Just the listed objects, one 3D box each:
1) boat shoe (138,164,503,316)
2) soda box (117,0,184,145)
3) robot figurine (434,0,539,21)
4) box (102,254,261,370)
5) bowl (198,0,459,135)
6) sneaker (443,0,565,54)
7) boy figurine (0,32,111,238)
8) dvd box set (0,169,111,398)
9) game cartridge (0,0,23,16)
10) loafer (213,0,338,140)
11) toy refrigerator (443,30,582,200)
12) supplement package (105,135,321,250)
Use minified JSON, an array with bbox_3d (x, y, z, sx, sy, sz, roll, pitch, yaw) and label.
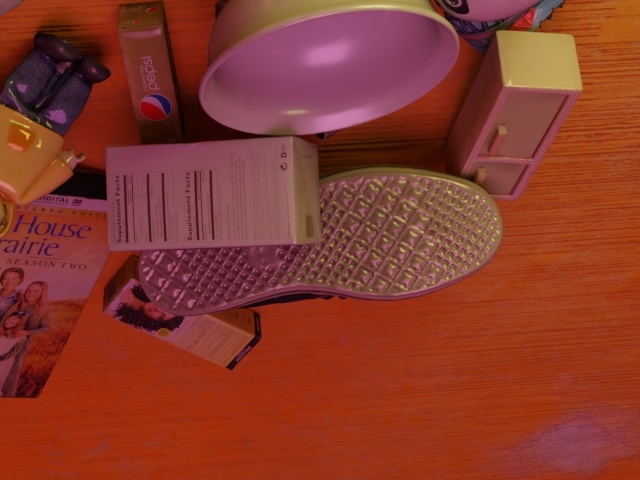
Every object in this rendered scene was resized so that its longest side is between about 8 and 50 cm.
[{"bbox_3d":[0.000,0.000,1.688,0.500,0.156,0.187,-10,96,11],"label":"boat shoe"},{"bbox_3d":[-0.214,-0.210,1.565,0.058,0.061,0.181,-7,130,0],"label":"soda box"},{"bbox_3d":[0.162,-0.378,1.350,0.209,0.278,0.173,-19,175,-39],"label":"robot figurine"},{"bbox_3d":[-0.206,0.111,1.841,0.232,0.058,0.087,26,122,-27],"label":"box"},{"bbox_3d":[-0.001,-0.241,1.393,0.297,0.134,0.298,-11,162,-4],"label":"bowl"},{"bbox_3d":[0.251,-0.336,1.491,0.125,0.104,0.262,26,122,-23],"label":"sneaker"},{"bbox_3d":[-0.382,-0.118,1.511,0.177,0.092,0.285,37,77,-30],"label":"boy figurine"},{"bbox_3d":[-0.474,0.064,1.716,0.307,0.062,0.420,7,131,-34],"label":"dvd box set"},{"bbox_3d":[-0.506,-0.298,1.403,0.355,0.068,0.230,-34,130,0],"label":"game cartridge"},{"bbox_3d":[-0.044,-0.211,1.549,0.251,0.094,0.087,36,83,-32],"label":"loafer"},{"bbox_3d":[0.243,-0.151,1.591,0.102,0.094,0.269,2,152,-10],"label":"toy refrigerator"},{"bbox_3d":[-0.133,-0.056,1.556,0.244,0.139,0.134,-2,90,14],"label":"supplement package"}]
